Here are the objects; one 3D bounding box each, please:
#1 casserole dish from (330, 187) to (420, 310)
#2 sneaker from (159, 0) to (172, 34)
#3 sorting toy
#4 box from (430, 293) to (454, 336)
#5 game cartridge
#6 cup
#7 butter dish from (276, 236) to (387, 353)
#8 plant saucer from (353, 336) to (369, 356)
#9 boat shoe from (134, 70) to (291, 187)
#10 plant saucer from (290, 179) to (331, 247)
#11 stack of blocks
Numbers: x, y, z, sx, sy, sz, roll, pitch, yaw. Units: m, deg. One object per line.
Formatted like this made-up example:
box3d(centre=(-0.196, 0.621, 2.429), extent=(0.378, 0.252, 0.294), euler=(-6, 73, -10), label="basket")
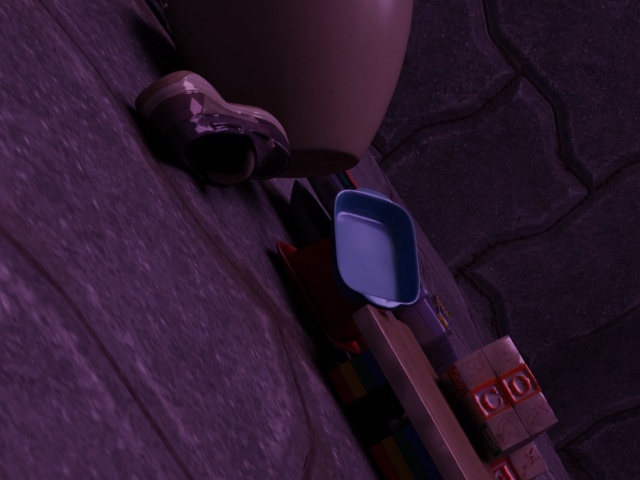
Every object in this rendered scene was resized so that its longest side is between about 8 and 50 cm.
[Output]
box3d(centre=(0.062, 0.016, 1.577), extent=(0.114, 0.037, 0.188), euler=(16, 47, -20), label="casserole dish")
box3d(centre=(-0.171, -0.307, 1.913), extent=(0.110, 0.107, 0.275), euler=(39, -13, 44), label="sneaker")
box3d(centre=(0.109, 0.222, 1.553), extent=(0.257, 0.089, 0.255), euler=(60, 8, 16), label="sorting toy")
box3d(centre=(0.233, 0.164, 2.625), extent=(0.054, 0.059, 0.169), euler=(55, 8, -8), label="box")
box3d(centre=(0.085, 0.025, 1.857), extent=(0.355, 0.068, 0.230), euler=(58, -4, 21), label="game cartridge")
box3d(centre=(-0.035, -0.214, 1.689), extent=(0.331, 0.331, 0.236), euler=(33, 53, -72), label="cup")
box3d(centre=(0.034, 0.053, 1.630), extent=(0.159, 0.118, 0.160), euler=(61, 8, 15), label="butter dish")
box3d(centre=(0.075, 0.151, 1.803), extent=(0.200, 0.037, 0.200), euler=(57, 7, -12), label="plant saucer")
box3d(centre=(-0.109, -0.105, 1.449), extent=(0.092, 0.103, 0.285), euler=(67, 14, 20), label="boat shoe")
box3d(centre=(0.000, 0.000, 1.910), extent=(0.195, 0.037, 0.195), euler=(57, 7, -12), label="plant saucer")
box3d(centre=(0.227, 0.259, 1.740), extent=(0.171, 0.087, 0.297), euler=(60, -15, 15), label="stack of blocks")
